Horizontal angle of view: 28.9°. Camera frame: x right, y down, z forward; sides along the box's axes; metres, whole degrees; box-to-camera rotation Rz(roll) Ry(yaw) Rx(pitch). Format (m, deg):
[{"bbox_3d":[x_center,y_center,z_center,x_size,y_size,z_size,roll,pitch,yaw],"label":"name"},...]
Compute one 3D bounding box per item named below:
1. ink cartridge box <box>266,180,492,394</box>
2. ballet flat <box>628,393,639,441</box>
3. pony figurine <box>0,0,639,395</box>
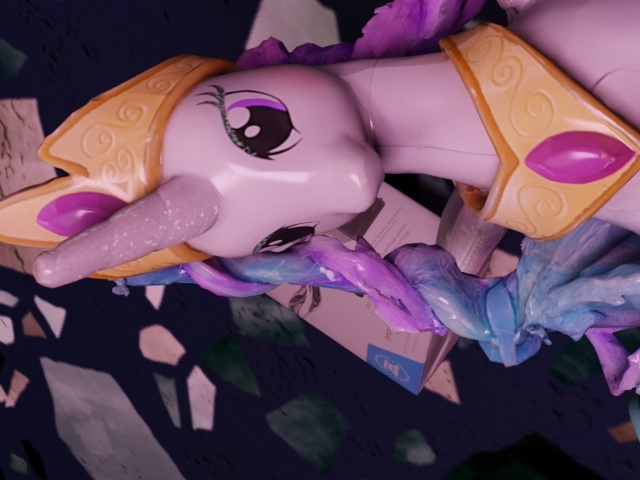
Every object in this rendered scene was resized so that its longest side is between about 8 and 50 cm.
[{"bbox_3d":[0.000,0.000,0.698,0.180,0.060,0.104,33,158,15],"label":"ink cartridge box"},{"bbox_3d":[0.288,0.220,0.614,0.147,0.147,0.408,-15,108,41],"label":"ballet flat"},{"bbox_3d":[0.099,-0.085,0.448,0.364,0.351,0.302,-4,120,17],"label":"pony figurine"}]
